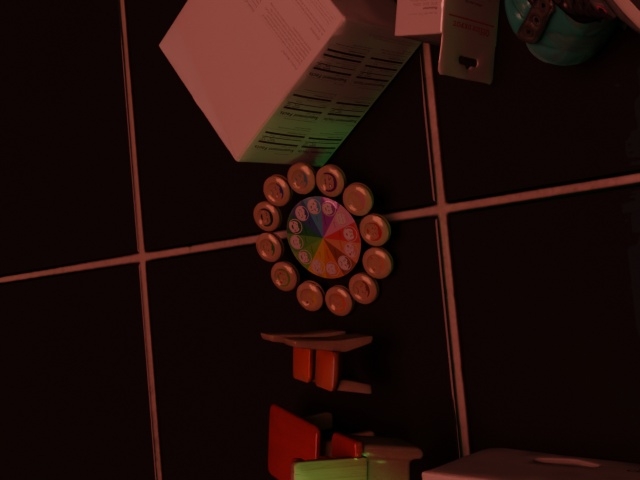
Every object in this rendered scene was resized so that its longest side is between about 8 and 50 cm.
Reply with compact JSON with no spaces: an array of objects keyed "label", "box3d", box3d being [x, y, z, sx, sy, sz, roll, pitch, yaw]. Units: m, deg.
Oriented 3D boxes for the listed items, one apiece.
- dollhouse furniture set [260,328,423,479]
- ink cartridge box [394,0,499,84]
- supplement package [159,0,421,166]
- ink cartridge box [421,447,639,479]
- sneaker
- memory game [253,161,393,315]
[{"label":"dollhouse furniture set","box3d":[-0.009,0.232,1.078,0.259,0.135,0.262,-179,90,-68]},{"label":"ink cartridge box","box3d":[0.130,-0.252,1.037,0.061,0.104,0.181,7,95,40]},{"label":"supplement package","box3d":[-0.035,-0.221,1.148,0.203,0.149,0.194,-49,61,29]},{"label":"ink cartridge box","box3d":[0.218,0.363,0.952,0.226,0.131,0.306,-4,89,40]},{"label":"sneaker","box3d":[0.242,-0.210,0.885,0.178,0.123,0.296,93,167,-48]},{"label":"memory game","box3d":[0.000,0.000,1.173,0.186,0.012,0.186,12,114,28]}]
